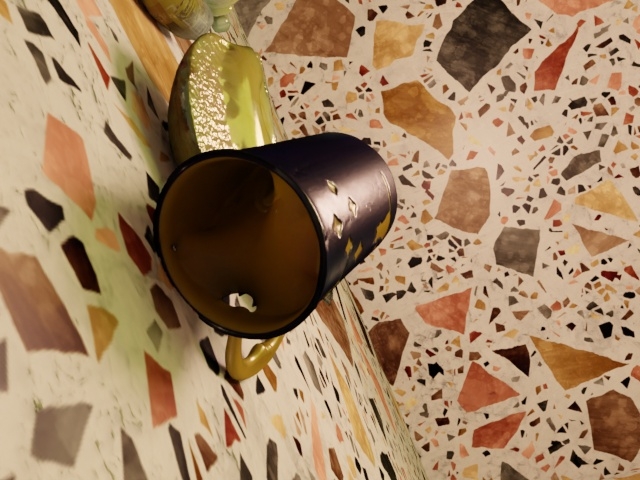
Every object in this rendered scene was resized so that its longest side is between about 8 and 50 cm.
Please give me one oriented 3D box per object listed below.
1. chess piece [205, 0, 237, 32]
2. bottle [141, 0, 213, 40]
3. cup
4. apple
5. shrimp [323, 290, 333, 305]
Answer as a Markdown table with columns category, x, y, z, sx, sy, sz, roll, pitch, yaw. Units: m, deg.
| category | x | y | z | sx | sy | sz | roll | pitch | yaw |
| --- | --- | --- | --- | --- | --- | --- | --- | --- | --- |
| chess piece | -0.281 | -0.660 | 1.518 | 0.298 | 0.176 | 0.175 | -161 | -132 | -79 |
| bottle | -0.248 | -0.391 | 0.904 | 0.270 | 0.083 | 0.083 | 4 | 64 | -79 |
| cup | -0.051 | 0.003 | 0.639 | 0.178 | 0.255 | 0.256 | 45 | 27 | 7 |
| apple | -0.139 | -0.143 | 0.748 | 0.193 | 0.120 | 0.264 | 14 | 63 | -64 |
| shrimp | -0.015 | -0.006 | 0.970 | 0.365 | 0.071 | 0.233 | 21 | 54 | -83 |
